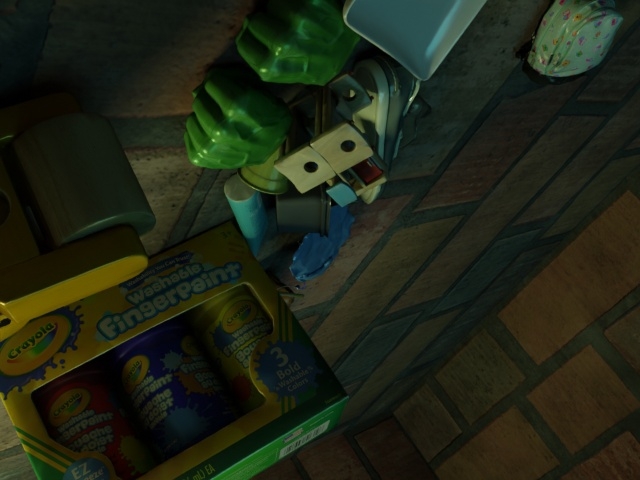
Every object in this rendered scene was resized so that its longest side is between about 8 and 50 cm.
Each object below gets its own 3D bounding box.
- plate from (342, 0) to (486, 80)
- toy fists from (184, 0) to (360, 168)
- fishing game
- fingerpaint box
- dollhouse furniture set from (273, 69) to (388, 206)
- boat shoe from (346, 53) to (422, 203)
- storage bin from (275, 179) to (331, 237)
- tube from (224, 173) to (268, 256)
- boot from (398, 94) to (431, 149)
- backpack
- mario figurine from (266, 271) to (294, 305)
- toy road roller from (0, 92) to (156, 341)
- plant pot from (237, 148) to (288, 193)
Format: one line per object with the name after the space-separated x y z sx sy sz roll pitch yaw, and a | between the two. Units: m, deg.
0.157 -0.366 0.958 0.278 0.045 0.277 -55 154 14 | plate
-0.073 -0.204 0.935 0.279 0.096 0.142 -48 165 22 | toy fists
0.000 0.000 1.456 0.264 0.041 0.189 -59 156 12 | fishing game
-0.243 0.229 1.168 0.445 0.371 0.163 -26 155 -21 | fingerpaint box
0.043 -0.122 1.070 0.129 0.129 0.184 -26 130 26 | dollhouse furniture set
0.105 -0.176 1.210 0.099 0.116 0.319 -25 150 -17 | boat shoe
-0.033 -0.069 1.269 0.091 0.098 0.135 -3 152 -5 | storage bin
-0.115 -0.041 1.236 0.207 0.052 0.080 78 34 -65 | tube
0.140 -0.210 1.298 0.087 0.042 0.118 0 138 -45 | boot
0.457 -0.372 1.327 0.152 0.115 0.182 -23 151 -23 | backpack
-0.175 0.221 1.498 0.198 0.170 0.320 33 104 -29 | mario figurine
-0.359 0.008 0.819 0.330 0.202 0.240 -23 167 -16 | toy road roller
-0.074 -0.125 1.114 0.083 0.083 0.079 -10 134 -46 | plant pot
